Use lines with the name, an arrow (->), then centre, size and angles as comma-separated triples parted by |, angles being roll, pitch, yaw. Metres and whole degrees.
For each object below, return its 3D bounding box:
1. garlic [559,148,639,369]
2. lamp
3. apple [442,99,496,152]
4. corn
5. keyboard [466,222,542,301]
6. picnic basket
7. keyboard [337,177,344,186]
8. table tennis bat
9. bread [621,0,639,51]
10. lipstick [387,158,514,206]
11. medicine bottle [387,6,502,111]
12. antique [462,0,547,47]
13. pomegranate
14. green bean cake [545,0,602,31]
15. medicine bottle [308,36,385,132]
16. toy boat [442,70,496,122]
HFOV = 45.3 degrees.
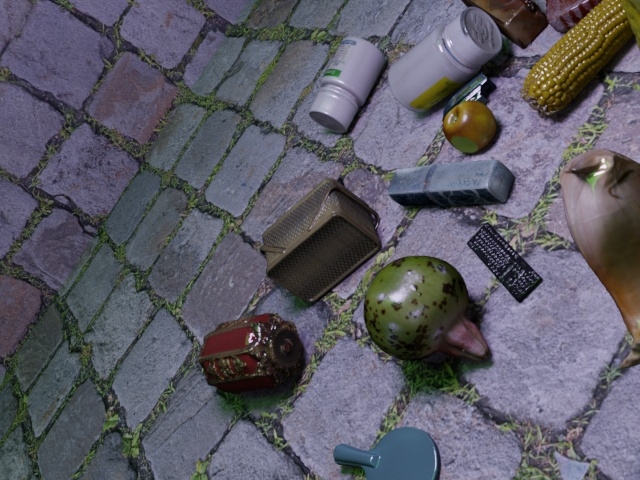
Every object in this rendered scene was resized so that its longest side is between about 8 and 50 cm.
garlic -> 0.486, 0.006, 1.080 | 0.286, 0.249, 0.313 | 150, 105, -67
lamp -> -0.163, 0.261, 1.777 | 0.274, 0.177, 0.177 | -20, 47, 46
apple -> 0.319, -0.249, 1.651 | 0.114, 0.102, 0.099 | -1, 62, 53
corn -> 0.520, -0.377, 1.502 | 0.305, 0.106, 0.106 | -47, 34, 11
keyboard -> 0.344, 0.037, 1.451 | 0.061, 0.013, 0.204 | -48, 34, 13
picnic basket -> 0.000, 0.000, 1.788 | 0.266, 0.165, 0.139 | -40, 35, 22
keyboard -> -0.010, -0.087, 2.014 | 0.195, 0.018, 0.060 | -43, 32, 19
table tennis bat -> 0.115, 0.409, 1.403 | 0.244, 0.040, 0.153 | -3, 58, 46
bread -> 0.629, -0.412, 1.205 | 0.348, 0.307, 0.348 | -36, 34, 30
lipstick -> 0.270, -0.119, 1.622 | 0.289, 0.077, 0.076 | -2, 60, 51
medicine bottle -> 0.283, -0.414, 1.768 | 0.258, 0.143, 0.143 | -34, 37, 49
antique -> 0.421, -0.558, 1.805 | 0.093, 0.087, 0.310 | -45, 34, 15
pomegranate -> 0.205, 0.139, 1.404 | 0.247, 0.214, 0.214 | 33, 89, 22
green bean cake -> 0.549, -0.519, 1.632 | 0.135, 0.056, 0.136 | -23, 45, 38
medicine bottle -> 0.070, -0.421, 2.093 | 0.139, 0.139, 0.237 | 13, 74, 55
toy boat -> 0.330, -0.316, 1.738 | 0.141, 0.055, 0.060 | -39, 58, 22
